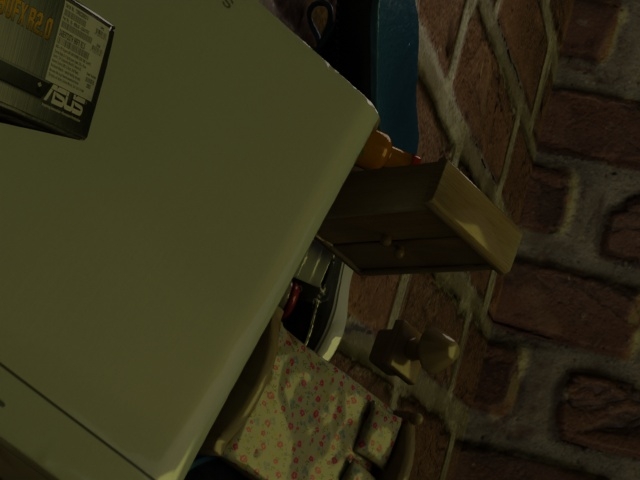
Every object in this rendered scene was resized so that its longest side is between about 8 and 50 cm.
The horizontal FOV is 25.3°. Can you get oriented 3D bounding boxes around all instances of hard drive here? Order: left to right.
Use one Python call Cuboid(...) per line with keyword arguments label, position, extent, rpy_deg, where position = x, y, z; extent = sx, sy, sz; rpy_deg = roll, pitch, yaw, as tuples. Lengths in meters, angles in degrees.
Cuboid(label="hard drive", position=(-0.119, -0.026, 0.845), extent=(0.047, 0.233, 0.353), rpy_deg=(-30, -155, 49))

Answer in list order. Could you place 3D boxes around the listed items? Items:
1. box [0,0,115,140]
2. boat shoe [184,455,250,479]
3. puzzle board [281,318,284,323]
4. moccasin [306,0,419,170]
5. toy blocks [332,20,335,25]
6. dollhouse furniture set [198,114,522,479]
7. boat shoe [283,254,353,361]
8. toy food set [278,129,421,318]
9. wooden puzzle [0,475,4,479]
Cuboid(label="box", position=(-0.207, -0.100, 0.537), extent=(0.231, 0.183, 0.056), rpy_deg=(24, 80, -73))
Cuboid(label="boat shoe", position=(-0.130, 0.224, 1.217), extent=(0.258, 0.109, 0.089), rpy_deg=(-25, 112, -52))
Cuboid(label="puzzle board", position=(-0.042, 0.120, 1.573), extent=(0.128, 0.011, 0.096), rpy_deg=(82, 25, -52))
Cuboid(label="moccasin", position=(0.026, -0.146, 1.418), extent=(0.342, 0.117, 0.137), rpy_deg=(86, 25, -54))
Cuboid(label="toy blocks", position=(0.052, -0.258, 1.521), extent=(0.123, 0.054, 0.148), rpy_deg=(-50, 148, -57))
Cuboid(label="dollhouse furniture set", position=(0.008, 0.105, 1.163), extent=(0.303, 0.174, 0.355), rpy_deg=(40, 60, -35))
Cuboid(label="boat shoe", position=(-0.010, 0.038, 1.512), extent=(0.076, 0.080, 0.228), rpy_deg=(32, 65, -29))
Cuboid(label="toy food set", position=(0.000, 0.000, 1.363), extent=(0.111, 0.104, 0.232), rpy_deg=(-175, -72, -79))
Cuboid(label="wooden puzzle", position=(-0.209, 0.181, 0.700), extent=(0.044, 0.221, 0.239), rpy_deg=(-37, 160, 25))
